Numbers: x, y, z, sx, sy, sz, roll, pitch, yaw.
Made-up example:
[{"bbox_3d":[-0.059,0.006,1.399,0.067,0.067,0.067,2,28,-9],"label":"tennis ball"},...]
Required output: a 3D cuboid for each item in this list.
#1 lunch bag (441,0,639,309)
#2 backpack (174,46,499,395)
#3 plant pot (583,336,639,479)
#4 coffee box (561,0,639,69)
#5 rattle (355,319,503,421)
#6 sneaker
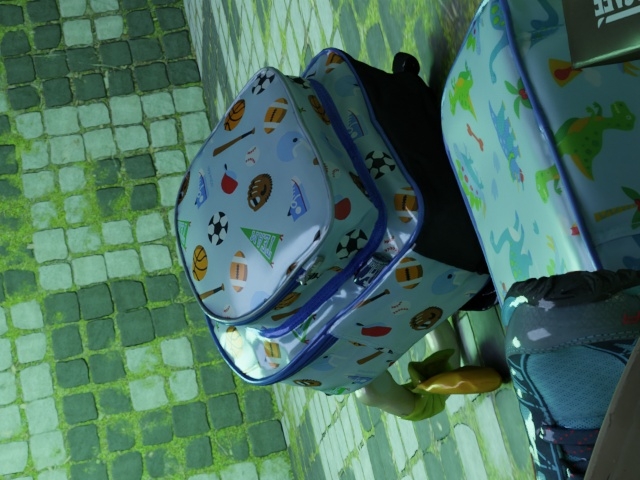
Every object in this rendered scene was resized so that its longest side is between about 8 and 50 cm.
[{"bbox_3d":[0.143,-0.028,0.650,0.176,0.090,0.219,104,153,-65],"label":"lunch bag"},{"bbox_3d":[0.000,0.000,0.947,0.263,0.213,0.276,-57,36,34],"label":"backpack"},{"bbox_3d":[0.181,0.124,0.417,0.109,0.237,0.237,12,121,33],"label":"plant pot"},{"bbox_3d":[0.147,-0.200,0.421,0.141,0.098,0.247,-170,70,-79],"label":"coffee box"},{"bbox_3d":[0.097,0.057,1.039,0.143,0.130,0.200,119,163,-61],"label":"rattle"},{"bbox_3d":[0.152,0.115,0.528,0.262,0.104,0.125,56,-144,-45],"label":"sneaker"}]
